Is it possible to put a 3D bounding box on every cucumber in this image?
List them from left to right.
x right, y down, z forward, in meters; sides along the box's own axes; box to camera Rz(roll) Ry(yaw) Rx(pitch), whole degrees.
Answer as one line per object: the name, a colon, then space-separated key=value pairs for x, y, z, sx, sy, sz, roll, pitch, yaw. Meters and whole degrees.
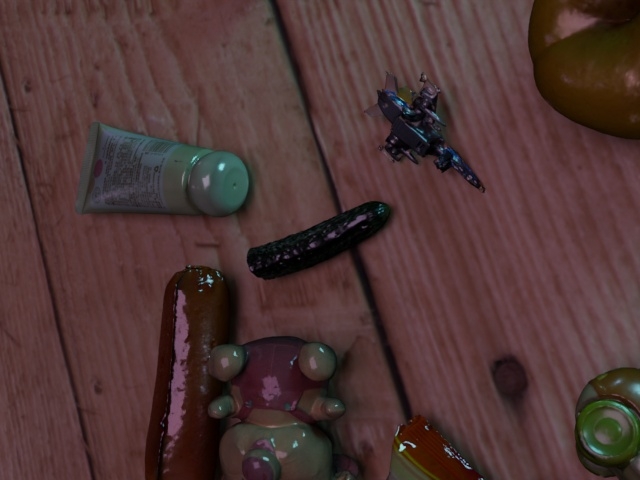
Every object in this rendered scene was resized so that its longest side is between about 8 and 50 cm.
cucumber: x=0.000 y=0.000 z=1.226 sx=0.214 sy=0.052 sz=0.058 roll=-22 pitch=46 yaw=24

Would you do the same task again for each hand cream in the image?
hand cream: x=-0.244 y=-0.094 z=1.351 sx=0.305 sy=0.093 sz=0.147 roll=9 pitch=89 yaw=32

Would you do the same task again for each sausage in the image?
sausage: x=-0.182 y=0.199 z=1.287 sx=0.102 sy=0.102 sz=0.330 roll=4 pitch=87 yaw=30

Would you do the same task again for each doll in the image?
doll: x=-0.053 y=0.252 z=1.177 sx=0.196 sy=0.152 sz=0.256 roll=0 pitch=90 yaw=43

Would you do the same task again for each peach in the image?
peach: x=0.344 y=-0.231 z=0.994 sx=0.251 sy=0.153 sz=0.251 roll=-6 pitch=77 yaw=25

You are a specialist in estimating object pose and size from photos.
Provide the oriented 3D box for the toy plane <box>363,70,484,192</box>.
toy plane: x=0.131 y=-0.125 z=1.154 sx=0.188 sy=0.062 sz=0.135 roll=54 pitch=139 yaw=19

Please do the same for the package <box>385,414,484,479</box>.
package: x=0.126 y=0.372 z=1.089 sx=0.223 sy=0.108 sz=0.288 roll=28 pitch=102 yaw=31

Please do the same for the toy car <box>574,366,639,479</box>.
toy car: x=0.391 y=0.202 z=0.950 sx=0.235 sy=0.145 sz=0.235 roll=-5 pitch=70 yaw=14
